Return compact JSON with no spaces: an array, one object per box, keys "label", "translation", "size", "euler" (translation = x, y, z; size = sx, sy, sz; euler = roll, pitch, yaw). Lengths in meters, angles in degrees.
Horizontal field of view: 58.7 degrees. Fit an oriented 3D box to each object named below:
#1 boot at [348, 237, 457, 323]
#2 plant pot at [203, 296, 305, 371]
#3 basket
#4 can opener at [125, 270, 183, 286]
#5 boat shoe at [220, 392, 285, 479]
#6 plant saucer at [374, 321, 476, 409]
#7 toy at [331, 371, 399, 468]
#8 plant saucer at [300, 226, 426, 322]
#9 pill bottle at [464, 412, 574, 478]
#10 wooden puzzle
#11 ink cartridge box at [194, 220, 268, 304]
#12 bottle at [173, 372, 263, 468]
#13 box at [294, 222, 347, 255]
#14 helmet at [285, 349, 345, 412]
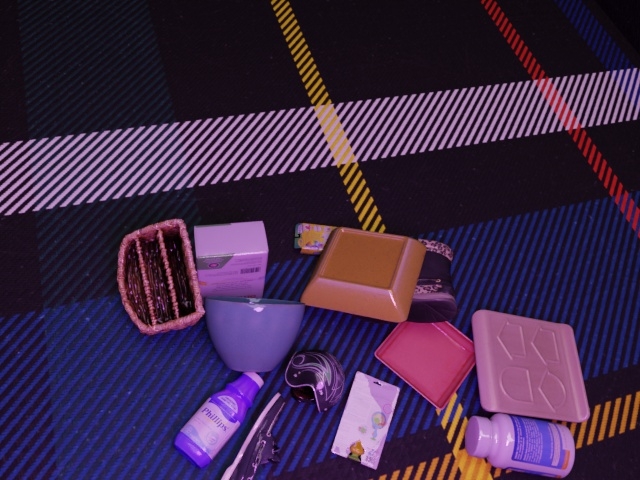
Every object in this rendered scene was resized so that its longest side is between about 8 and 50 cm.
[{"label":"boot","translation":[0.256,0.125,1.853],"size":[0.377,0.138,0.284],"euler":[-1,40,18]},{"label":"plant pot","translation":[-0.195,0.268,1.631],"size":[0.290,0.290,0.195],"euler":[5,87,-8]},{"label":"basket","translation":[-0.471,0.111,1.634],"size":[0.213,0.223,0.299],"euler":[-10,80,-18]},{"label":"can opener","translation":[-0.510,0.124,1.773],"size":[0.186,0.073,0.059],"euler":[5,19,-11]},{"label":"boat shoe","translation":[-0.163,0.575,1.507],"size":[0.113,0.127,0.340],"euler":[29,59,6]},{"label":"plant saucer","translation":[0.335,0.358,1.781],"size":[0.259,0.048,0.258],"euler":[39,60,13]},{"label":"toy","translation":[0.128,0.517,1.639],"size":[0.137,0.056,0.237],"euler":[22,62,-1]},{"label":"plant saucer","translation":[0.137,0.078,1.765],"size":[0.332,0.081,0.333],"euler":[9,46,17]},{"label":"pill bottle","translation":[0.562,0.579,1.624],"size":[0.272,0.152,0.152],"euler":[12,57,-3]},{"label":"wooden puzzle","translation":[0.643,0.396,1.784],"size":[0.347,0.080,0.322],"euler":[9,58,-11]},{"label":"ink cartridge box","translation":[-0.272,0.073,1.710],"size":[0.201,0.278,0.117],"euler":[-5,57,-13]},{"label":"bottle","translation":[-0.270,0.480,1.565],"size":[0.118,0.092,0.283],"euler":[37,59,11]},{"label":"box","translation":[0.000,0.000,1.944],"size":[0.179,0.043,0.105],"euler":[8,58,-8]},{"label":"helmet","translation":[-0.009,0.398,1.625],"size":[0.161,0.169,0.169],"euler":[12,56,17]}]
